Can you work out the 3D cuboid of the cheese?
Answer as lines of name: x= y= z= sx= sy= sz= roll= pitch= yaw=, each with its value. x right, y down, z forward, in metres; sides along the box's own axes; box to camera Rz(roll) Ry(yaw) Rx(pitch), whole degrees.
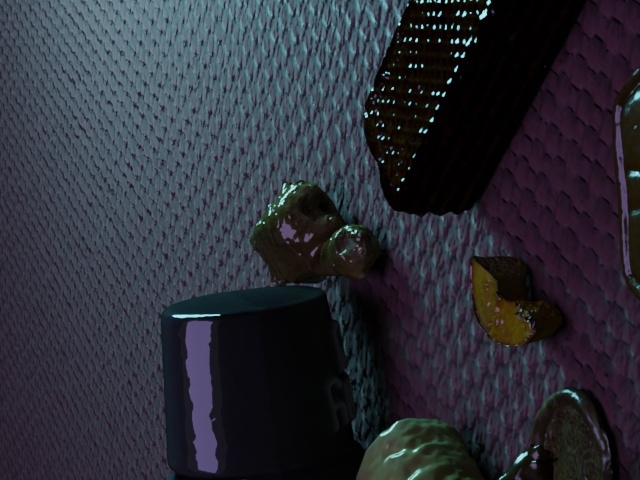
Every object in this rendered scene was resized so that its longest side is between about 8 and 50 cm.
cheese: x=0.094 y=0.231 z=1.463 sx=0.167 sy=0.094 sz=0.123 roll=-117 pitch=23 yaw=-50

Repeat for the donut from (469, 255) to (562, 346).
donut: x=0.146 y=0.044 z=1.383 sx=0.083 sy=0.038 sz=0.067 roll=-2 pitch=89 yaw=62

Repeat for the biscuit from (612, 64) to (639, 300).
biscuit: x=0.243 y=-0.036 z=1.152 sx=0.215 sy=0.034 sz=0.182 roll=173 pitch=92 yaw=-66

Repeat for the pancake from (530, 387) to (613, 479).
pancake: x=0.181 y=0.160 z=1.350 sx=0.115 sy=0.011 sz=0.115 roll=175 pitch=90 yaw=-67

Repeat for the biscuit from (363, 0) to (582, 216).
biscuit: x=0.124 y=-0.173 z=1.361 sx=0.388 sy=0.073 sz=0.107 roll=115 pitch=145 yaw=-46

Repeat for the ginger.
ginger: x=-0.001 y=-0.009 z=1.684 sx=0.165 sy=0.067 sz=0.096 roll=-5 pitch=88 yaw=53

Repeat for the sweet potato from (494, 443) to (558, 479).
sweet potato: x=0.122 y=0.296 z=1.296 sx=0.158 sy=0.158 sz=0.369 roll=-143 pitch=42 yaw=-60

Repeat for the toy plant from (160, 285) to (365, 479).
toy plant: x=-0.033 y=0.246 z=1.658 sx=0.279 sy=0.185 sz=0.400 roll=-2 pitch=99 yaw=38
